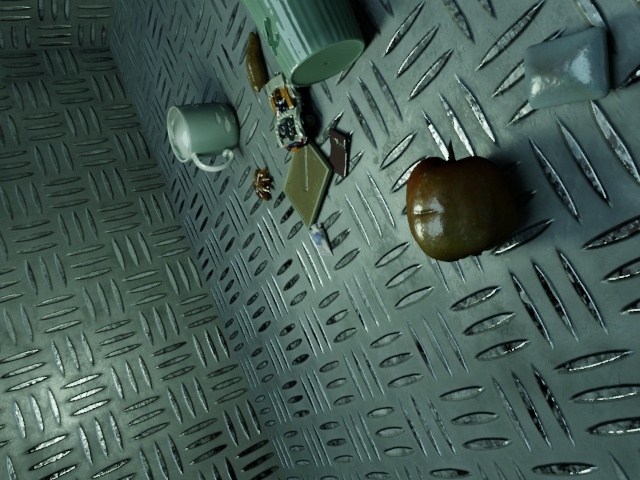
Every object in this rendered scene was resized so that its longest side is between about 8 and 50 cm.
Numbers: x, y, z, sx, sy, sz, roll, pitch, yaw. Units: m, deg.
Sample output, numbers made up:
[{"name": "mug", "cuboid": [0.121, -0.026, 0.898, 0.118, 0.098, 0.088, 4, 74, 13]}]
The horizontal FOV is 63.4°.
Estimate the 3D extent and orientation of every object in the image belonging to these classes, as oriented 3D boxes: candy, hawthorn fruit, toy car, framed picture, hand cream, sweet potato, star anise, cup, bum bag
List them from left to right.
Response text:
[{"name": "cup", "cuboid": [-0.523, -0.479, 2.435, 0.356, 0.274, 0.259, 60, 147, 17]}, {"name": "sweet potato", "cuboid": [-0.266, -0.722, 2.114, 0.077, 0.077, 0.243, -8, 91, 58]}, {"name": "star anise", "cuboid": [-0.267, -0.256, 2.346, 0.168, 0.057, 0.168, 33, 132, 46]}, {"name": "toy car", "cuboid": [-0.112, -0.482, 1.926, 0.193, 0.118, 0.301, -12, 86, 52]}, {"name": "framed picture", "cuboid": [-0.060, -0.236, 2.053, 0.247, 0.022, 0.335, 57, 146, 30]}, {"name": "cup", "cuboid": [-0.045, -0.713, 1.615, 0.310, 0.401, 0.392, -26, 87, 25]}, {"name": "hand cream", "cuboid": [0.000, 0.000, 2.067, 0.084, 0.053, 0.142, 3, 117, 56]}, {"name": "bum bag", "cuboid": [0.061, -0.309, 1.835, 0.109, 0.026, 0.159, 39, 136, 45]}, {"name": "hawthorn fruit", "cuboid": [0.335, -0.100, 1.290, 0.268, 0.268, 0.301, -16, 82, 59]}, {"name": "candy", "cuboid": [0.505, -0.351, 1.074, 0.174, 0.071, 0.138, 6, 110, 57]}]
